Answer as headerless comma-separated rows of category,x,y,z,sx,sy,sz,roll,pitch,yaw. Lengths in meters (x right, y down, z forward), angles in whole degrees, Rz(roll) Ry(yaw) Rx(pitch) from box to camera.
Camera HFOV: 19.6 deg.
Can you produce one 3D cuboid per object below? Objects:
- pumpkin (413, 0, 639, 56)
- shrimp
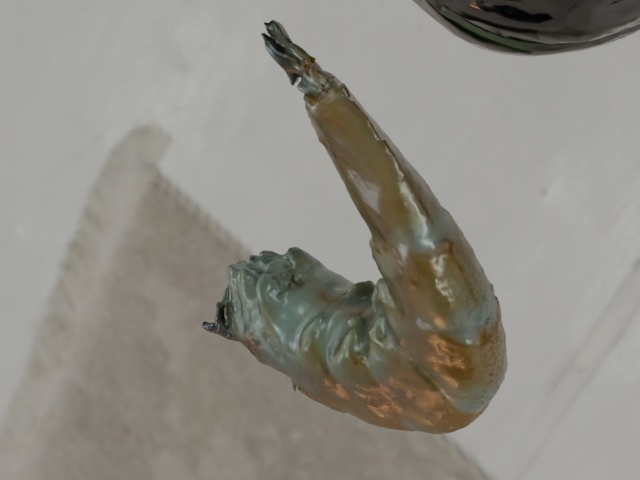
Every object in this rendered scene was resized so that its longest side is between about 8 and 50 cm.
pumpkin,0.103,-0.215,0.772,0.248,0.248,0.248,16,117,35
shrimp,0.023,0.025,1.002,0.185,0.068,0.287,37,157,16
